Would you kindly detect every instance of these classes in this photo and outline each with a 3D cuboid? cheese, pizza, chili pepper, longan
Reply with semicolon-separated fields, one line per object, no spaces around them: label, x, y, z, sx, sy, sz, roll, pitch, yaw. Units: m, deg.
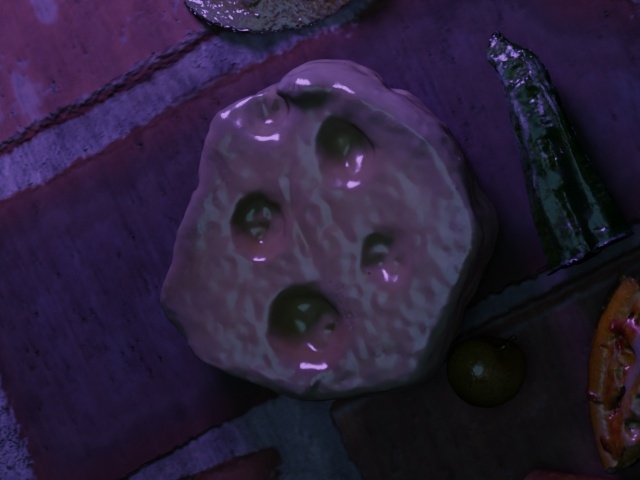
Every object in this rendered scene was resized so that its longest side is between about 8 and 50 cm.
cheese;0.000;0.000;1.798;0.326;0.115;0.318;-21;87;16
pizza;0.303;0.136;1.719;0.176;0.036;0.184;25;108;46
chili pepper;0.201;-0.087;1.765;0.088;0.059;0.227;-26;83;21
longan;0.155;0.115;1.777;0.075;0.075;0.083;39;124;11

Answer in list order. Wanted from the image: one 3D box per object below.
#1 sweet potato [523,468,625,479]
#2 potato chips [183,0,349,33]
sweet potato;0.303;0.257;1.701;0.281;0.067;0.059;16;141;41
potato chips;-0.039;-0.265;1.845;0.209;0.026;0.142;-34;86;17
